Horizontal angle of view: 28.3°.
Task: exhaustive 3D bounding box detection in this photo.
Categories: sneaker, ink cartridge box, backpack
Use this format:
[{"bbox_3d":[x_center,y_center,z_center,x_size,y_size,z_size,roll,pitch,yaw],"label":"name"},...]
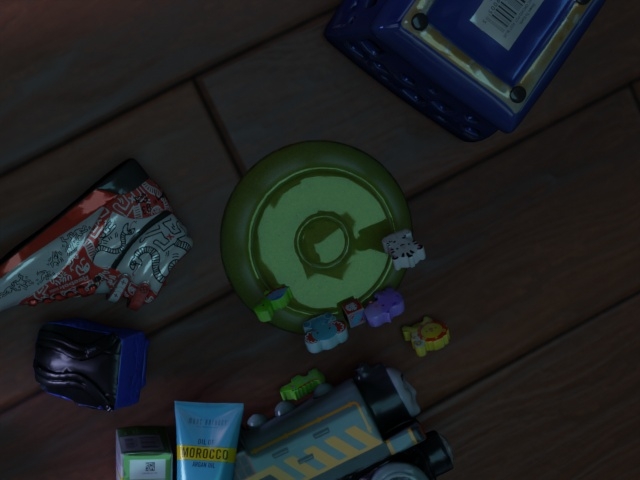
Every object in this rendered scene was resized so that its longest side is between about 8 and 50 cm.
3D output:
[{"bbox_3d":[-0.273,0.042,1.451,0.270,0.090,0.145,-40,102,-10],"label":"sneaker"},{"bbox_3d":[-0.209,0.335,1.498,0.062,0.109,0.209,-1,98,-11],"label":"ink cartridge box"},{"bbox_3d":[-0.265,0.141,1.468,0.120,0.101,0.098,8,92,20],"label":"backpack"}]

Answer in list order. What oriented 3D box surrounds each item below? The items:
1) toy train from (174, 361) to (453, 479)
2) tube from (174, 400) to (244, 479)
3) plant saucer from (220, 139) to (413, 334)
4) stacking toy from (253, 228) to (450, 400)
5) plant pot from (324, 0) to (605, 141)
[{"bbox_3d":[-0.014,0.280,1.511,0.334,0.142,0.190,-26,93,0],"label":"toy train"},{"bbox_3d":[-0.131,0.286,1.434,0.080,0.052,0.207,3,82,2],"label":"tube"},{"bbox_3d":[0.000,0.000,1.535,0.241,0.037,0.241,-2,98,-11],"label":"plant saucer"},{"bbox_3d":[0.039,0.098,1.511,0.221,0.052,0.167,-23,130,-8],"label":"stacking toy"},{"bbox_3d":[0.175,-0.261,1.448,0.236,0.212,0.236,35,90,-13],"label":"plant pot"}]
